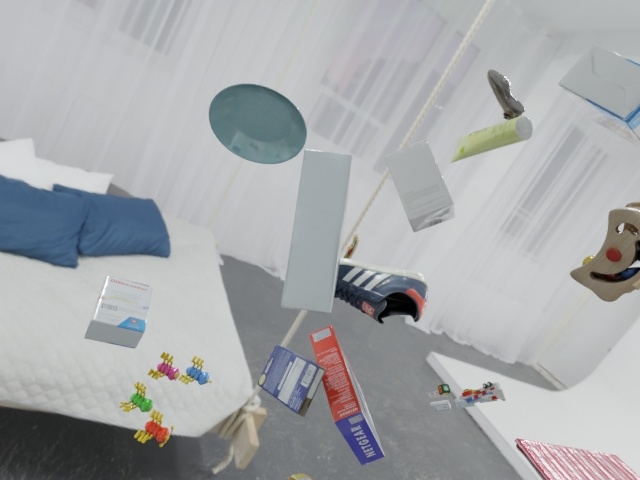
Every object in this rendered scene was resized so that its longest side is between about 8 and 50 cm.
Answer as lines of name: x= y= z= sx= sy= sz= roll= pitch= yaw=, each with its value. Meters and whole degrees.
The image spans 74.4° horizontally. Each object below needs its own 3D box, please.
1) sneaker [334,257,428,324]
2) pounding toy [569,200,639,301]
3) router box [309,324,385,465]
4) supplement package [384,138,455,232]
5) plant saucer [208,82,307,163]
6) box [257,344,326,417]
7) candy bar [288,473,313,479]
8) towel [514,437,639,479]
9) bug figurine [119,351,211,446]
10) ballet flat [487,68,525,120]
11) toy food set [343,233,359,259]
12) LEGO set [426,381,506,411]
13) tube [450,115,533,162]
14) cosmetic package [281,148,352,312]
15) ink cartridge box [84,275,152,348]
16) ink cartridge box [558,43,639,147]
sneaker: x=0.117 y=0.147 z=1.149 sx=0.350 sy=0.131 sz=0.148 roll=3 pitch=44 yaw=10
pounding toy: x=0.609 y=0.019 z=0.846 sx=0.155 sy=0.269 sz=0.154 roll=-16 pitch=64 yaw=-25
router box: x=0.082 y=0.483 z=1.313 sx=0.301 sy=0.082 sz=0.335 roll=-112 pitch=180 yaw=-49
supplement package: x=0.392 y=-0.211 z=1.660 sx=0.175 sy=0.178 sz=0.292 roll=37 pitch=34 yaw=-66
plant saucer: x=-0.120 y=-0.233 z=0.831 sx=0.195 sy=0.195 sz=0.037 roll=26 pitch=51 yaw=-21
box: x=-0.088 y=0.388 z=1.197 sx=0.036 sy=0.136 sz=0.225 roll=36 pitch=-16 yaw=-34
candy bar: x=-0.038 y=0.512 z=0.897 sx=0.040 sy=0.018 sz=0.161 roll=1 pitch=-22 yaw=-13
towel: x=0.603 y=0.529 z=0.935 sx=0.275 sy=0.031 sz=0.199 roll=12 pitch=8 yaw=-4
bug figurine: x=-0.482 y=0.481 z=1.321 sx=0.216 sy=0.279 sz=0.072 roll=22 pitch=-29 yaw=27
ballet flat: x=0.611 y=-0.488 z=1.418 sx=0.084 sy=0.058 sz=0.249 roll=4 pitch=53 yaw=-18
toy food set: x=0.099 y=0.024 z=1.338 sx=0.020 sy=0.083 sz=0.082 roll=26 pitch=44 yaw=-3
LEGO set: x=0.375 y=0.418 z=1.094 sx=0.244 sy=0.183 sz=0.060 roll=59 pitch=21 yaw=-52
tube: x=0.440 y=-0.267 z=1.120 sx=0.240 sy=0.070 sz=0.062 roll=-2 pitch=-70 yaw=66
cosmetic package: x=0.000 y=0.000 z=0.912 sx=0.098 sy=0.284 sz=0.377 roll=6 pitch=-5 yaw=2
ink cartridge box: x=-0.369 y=0.130 z=0.780 sx=0.089 sy=0.052 sz=0.122 roll=21 pitch=28 yaw=-25
ink cartridge box: x=0.414 y=-0.181 z=0.569 sx=0.181 sy=0.061 sz=0.104 roll=10 pitch=35 yaw=-41
